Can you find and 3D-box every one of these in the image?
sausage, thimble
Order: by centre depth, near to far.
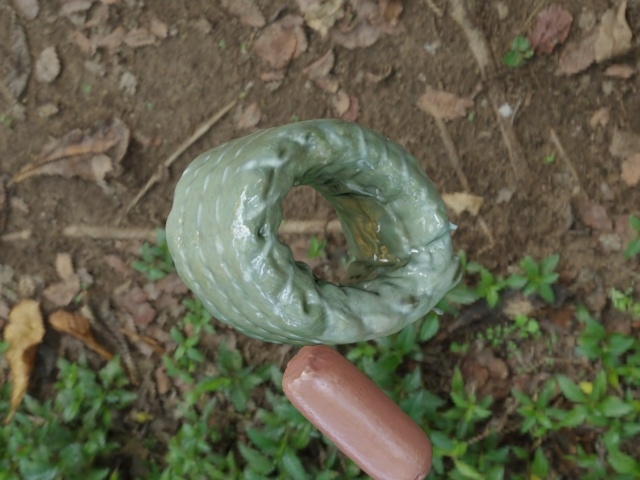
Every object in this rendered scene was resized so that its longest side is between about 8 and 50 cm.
[{"bbox_3d":[0.000,0.000,0.384,0.110,0.084,0.062,26,162,-32],"label":"thimble"},{"bbox_3d":[0.034,0.152,0.841,0.154,0.062,0.062,44,127,-13],"label":"sausage"}]
